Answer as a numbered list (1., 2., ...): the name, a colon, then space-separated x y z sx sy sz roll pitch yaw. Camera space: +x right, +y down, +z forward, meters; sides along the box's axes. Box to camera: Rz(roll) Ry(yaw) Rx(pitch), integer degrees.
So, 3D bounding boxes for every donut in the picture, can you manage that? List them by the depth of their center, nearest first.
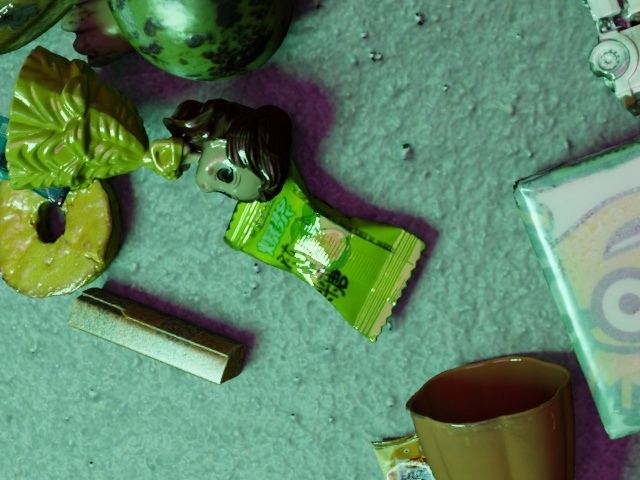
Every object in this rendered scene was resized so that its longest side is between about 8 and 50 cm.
1. donut: -0.339 -0.018 1.537 0.174 0.074 0.190 -16 82 16

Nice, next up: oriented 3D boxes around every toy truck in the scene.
1. toy truck: 0.343 -0.281 1.294 0.135 0.114 0.270 -20 78 23

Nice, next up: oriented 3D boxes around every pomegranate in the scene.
1. pomegranate: -0.179 -0.310 1.395 0.306 0.242 0.242 9 97 24

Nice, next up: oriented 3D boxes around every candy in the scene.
1. candy: 0.000 0.000 1.451 0.246 0.069 0.149 32 104 12

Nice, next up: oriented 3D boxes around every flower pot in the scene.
1. flower pot: 0.210 0.246 1.361 0.191 0.190 0.173 -11 102 16

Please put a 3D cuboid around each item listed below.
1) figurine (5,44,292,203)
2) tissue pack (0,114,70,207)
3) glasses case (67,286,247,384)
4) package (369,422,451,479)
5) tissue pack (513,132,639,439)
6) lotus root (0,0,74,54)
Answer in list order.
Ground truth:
1. figurine: -0.192 -0.111 1.397 0.315 0.168 0.187 12 125 -1
2. tissue pack: -0.370 -0.102 1.500 0.138 0.028 0.085 20 85 14
3. glasses case: -0.207 0.120 1.513 0.218 0.075 0.049 20 97 13
4. package: 0.128 0.292 1.459 0.108 0.031 0.120 -18 89 16
5. tissue pack: 0.375 0.038 1.322 0.228 0.128 0.310 -20 91 16
6. lotus root: -0.411 -0.331 1.479 0.291 0.193 0.193 -24 88 16
